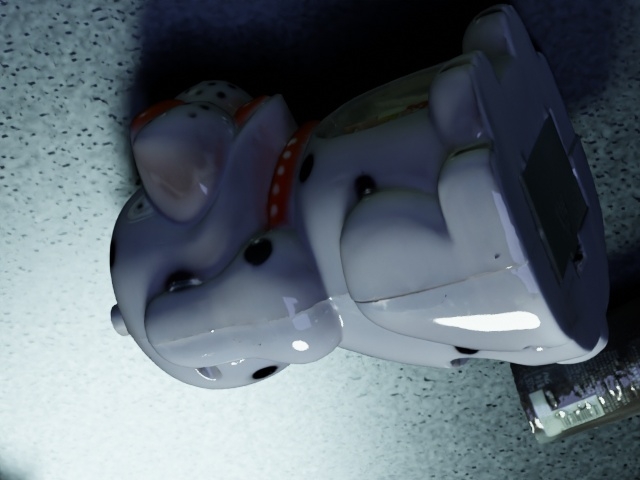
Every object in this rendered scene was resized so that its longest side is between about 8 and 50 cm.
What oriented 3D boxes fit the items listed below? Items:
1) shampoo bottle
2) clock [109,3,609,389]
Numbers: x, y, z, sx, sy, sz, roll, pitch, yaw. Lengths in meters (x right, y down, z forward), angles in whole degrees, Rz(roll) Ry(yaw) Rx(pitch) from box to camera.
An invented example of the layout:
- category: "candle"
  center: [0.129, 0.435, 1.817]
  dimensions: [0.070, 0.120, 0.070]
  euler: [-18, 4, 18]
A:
- category: "shampoo bottle"
  center: [0.212, 0.057, 0.997]
  dimensions: [0.208, 0.063, 0.057]
  euler: [-23, 134, 10]
- category: "clock"
  center: [0.002, -0.003, 0.888]
  dimensions: [0.254, 0.189, 0.189]
  euler: [-11, 127, 21]
